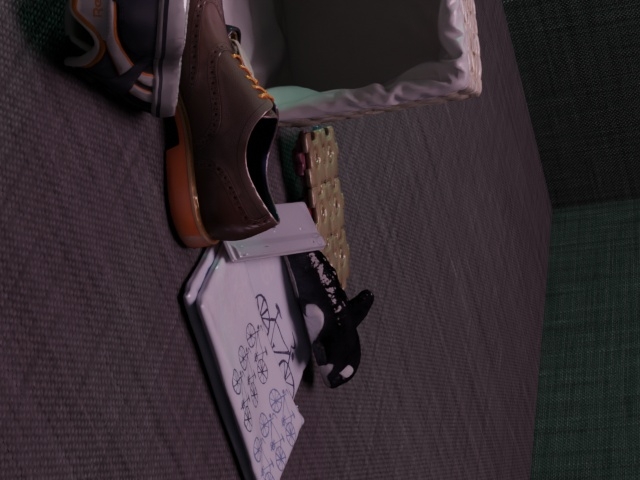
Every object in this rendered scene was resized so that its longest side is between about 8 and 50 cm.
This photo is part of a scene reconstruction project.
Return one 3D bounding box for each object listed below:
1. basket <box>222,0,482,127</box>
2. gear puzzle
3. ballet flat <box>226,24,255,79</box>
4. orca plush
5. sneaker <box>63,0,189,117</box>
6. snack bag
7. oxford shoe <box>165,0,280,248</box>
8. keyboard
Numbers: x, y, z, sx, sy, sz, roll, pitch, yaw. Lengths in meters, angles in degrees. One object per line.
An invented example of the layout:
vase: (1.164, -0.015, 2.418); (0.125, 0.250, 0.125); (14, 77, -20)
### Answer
basket: (0.041, -0.324, 2.099); (0.266, 0.328, 0.331); (4, 78, -75)
gear puzzle: (0.000, 0.000, 2.322); (0.175, 0.044, 0.338); (-32, 116, -73)
ballet flat: (-0.114, -0.178, 1.974); (0.074, 0.074, 0.203); (-4, 87, -73)
orca plush: (0.021, 0.073, 2.186); (0.151, 0.102, 0.287); (-106, 180, -76)
sneaker: (-0.204, -0.219, 1.649); (0.321, 0.128, 0.126); (115, -22, -76)
snack bag: (-0.078, 0.118, 2.025); (0.342, 0.037, 0.323); (-68, 146, -57)
oxford shoe: (-0.112, -0.177, 1.870); (0.130, 0.133, 0.363); (9, 74, -71)
keyboard: (-0.065, -0.013, 2.018); (0.072, 0.014, 0.256); (60, 24, 10)
